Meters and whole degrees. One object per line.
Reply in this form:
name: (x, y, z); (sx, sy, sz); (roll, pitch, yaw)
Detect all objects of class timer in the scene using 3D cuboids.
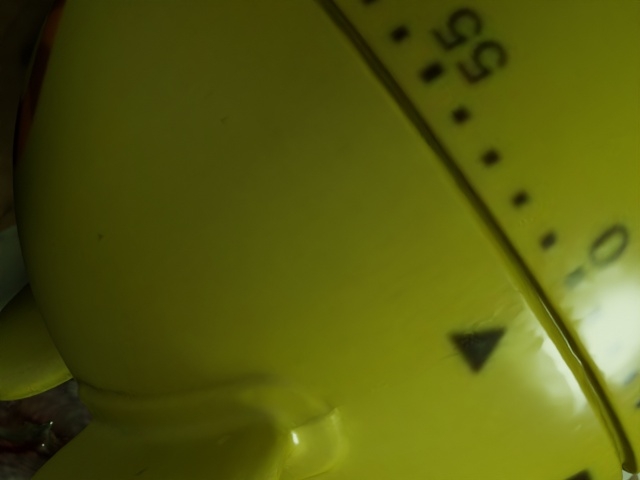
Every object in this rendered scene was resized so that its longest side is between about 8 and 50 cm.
timer: (0.000, 0.000, 0.626); (0.387, 0.376, 0.376); (-38, 161, -1)

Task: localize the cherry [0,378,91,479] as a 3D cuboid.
cherry: (-0.177, 0.154, 0.769); (0.176, 0.140, 0.176); (-61, -174, 10)
